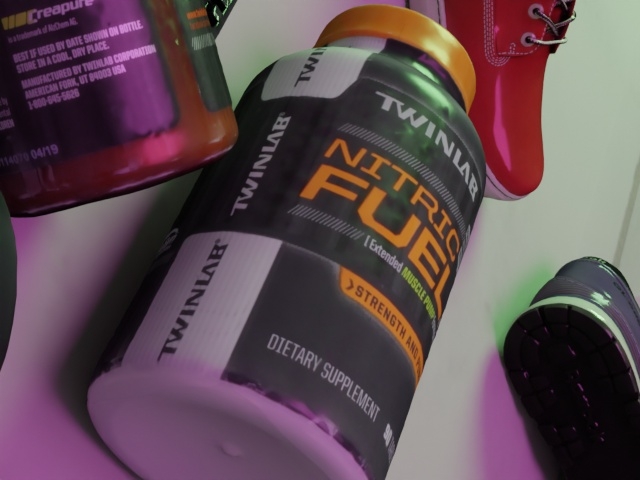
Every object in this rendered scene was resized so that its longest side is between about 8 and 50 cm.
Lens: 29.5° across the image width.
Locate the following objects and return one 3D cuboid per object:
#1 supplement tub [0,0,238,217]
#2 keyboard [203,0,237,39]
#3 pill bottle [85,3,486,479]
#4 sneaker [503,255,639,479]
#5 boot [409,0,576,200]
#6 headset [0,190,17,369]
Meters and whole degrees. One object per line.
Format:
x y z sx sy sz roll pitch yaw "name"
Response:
-0.104 -0.115 0.465 0.106 0.106 0.198 -28 107 -51 "supplement tub"
-0.094 -0.171 0.558 0.180 0.023 0.108 54 46 -32 "keyboard"
0.000 0.000 0.564 0.130 0.130 0.246 52 46 -35 "pill bottle"
0.227 0.146 0.867 0.124 0.107 0.283 -42 117 -54 "sneaker"
0.147 -0.149 0.745 0.088 0.176 0.244 -21 103 -54 "boot"
-0.167 0.043 0.289 0.243 0.185 0.394 -24 120 -52 "headset"
